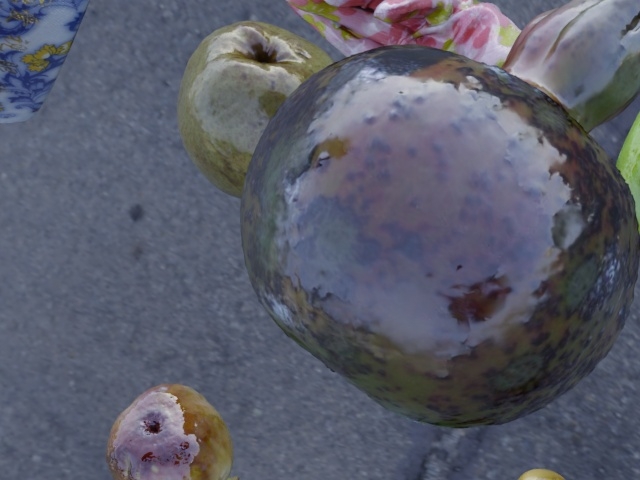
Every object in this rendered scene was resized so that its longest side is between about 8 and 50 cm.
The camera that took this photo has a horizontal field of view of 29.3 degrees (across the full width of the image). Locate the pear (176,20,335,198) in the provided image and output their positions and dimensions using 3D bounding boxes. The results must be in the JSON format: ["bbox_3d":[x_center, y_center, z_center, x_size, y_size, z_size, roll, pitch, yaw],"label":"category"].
[{"bbox_3d":[-0.064,-0.150,1.447,0.228,0.211,0.188,23,60,22],"label":"pear"}]

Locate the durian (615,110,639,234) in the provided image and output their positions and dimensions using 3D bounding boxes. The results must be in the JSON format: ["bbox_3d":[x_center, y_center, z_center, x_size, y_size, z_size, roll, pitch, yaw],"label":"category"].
[{"bbox_3d":[0.447,-0.048,1.542,0.139,0.101,0.250,-20,102,3],"label":"durian"}]

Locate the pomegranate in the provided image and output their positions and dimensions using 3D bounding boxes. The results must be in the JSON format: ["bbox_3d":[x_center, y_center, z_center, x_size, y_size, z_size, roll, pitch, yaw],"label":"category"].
[{"bbox_3d":[0.114,-0.044,0.833,0.285,0.285,0.341,37,86,31],"label":"pomegranate"}]

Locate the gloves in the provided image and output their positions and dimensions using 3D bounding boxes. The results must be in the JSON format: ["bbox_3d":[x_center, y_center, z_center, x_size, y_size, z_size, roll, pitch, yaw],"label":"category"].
[{"bbox_3d":[0.074,-0.149,1.009,0.241,0.145,0.126,43,51,19],"label":"gloves"}]

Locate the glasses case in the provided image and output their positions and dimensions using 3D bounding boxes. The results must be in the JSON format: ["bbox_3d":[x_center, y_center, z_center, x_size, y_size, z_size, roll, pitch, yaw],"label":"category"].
[{"bbox_3d":[-0.183,-0.145,0.720,0.248,0.087,0.065,134,144,-57],"label":"glasses case"}]

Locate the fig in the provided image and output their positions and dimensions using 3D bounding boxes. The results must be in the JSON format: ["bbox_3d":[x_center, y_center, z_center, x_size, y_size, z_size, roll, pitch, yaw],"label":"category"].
[{"bbox_3d":[-0.170,0.287,1.610,0.159,0.257,0.159,-10,62,20],"label":"fig"}]

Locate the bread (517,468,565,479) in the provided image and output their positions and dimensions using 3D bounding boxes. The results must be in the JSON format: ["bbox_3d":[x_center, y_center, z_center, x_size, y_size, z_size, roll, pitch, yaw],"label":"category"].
[{"bbox_3d":[0.280,0.354,1.620,0.056,0.082,0.115,-145,52,-59],"label":"bread"}]
